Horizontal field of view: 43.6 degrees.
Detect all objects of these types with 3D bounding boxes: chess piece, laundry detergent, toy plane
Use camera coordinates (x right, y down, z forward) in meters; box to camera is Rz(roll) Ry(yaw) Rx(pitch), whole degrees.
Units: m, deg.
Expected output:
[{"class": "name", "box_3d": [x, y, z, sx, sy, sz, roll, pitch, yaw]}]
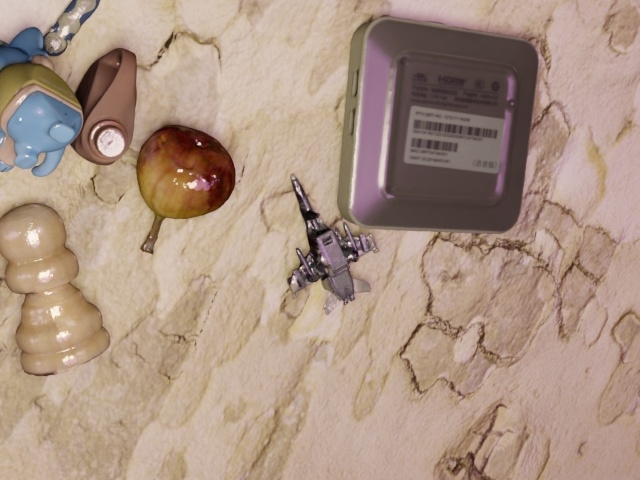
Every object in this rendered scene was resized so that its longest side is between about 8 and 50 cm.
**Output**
[{"class": "chess piece", "box_3d": [-0.434, 0.070, 1.262, 0.143, 0.143, 0.260, -17, 108, -17]}, {"class": "laundry detergent", "box_3d": [-0.309, -0.198, 1.168, 0.076, 0.237, 0.171, 20, 95, -26]}, {"class": "toy plane", "box_3d": [0.005, 0.002, 1.445, 0.192, 0.088, 0.262, -29, 114, -18]}]

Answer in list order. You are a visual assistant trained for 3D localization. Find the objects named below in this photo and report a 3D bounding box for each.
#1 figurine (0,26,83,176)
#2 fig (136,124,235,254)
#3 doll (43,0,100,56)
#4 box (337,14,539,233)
[{"class": "figurine", "box_3d": [-0.429, -0.182, 1.116, 0.154, 0.262, 0.180, -6, 134, -37]}, {"class": "fig", "box_3d": [-0.244, -0.076, 1.291, 0.160, 0.143, 0.230, 42, 95, 3]}, {"class": "doll", "box_3d": [-0.378, -0.333, 1.215, 0.037, 0.027, 0.125, 37, 90, -20]}, {"class": "box", "box_3d": [0.219, -0.202, 1.456, 0.367, 0.090, 0.372, 1, 99, -24]}]
